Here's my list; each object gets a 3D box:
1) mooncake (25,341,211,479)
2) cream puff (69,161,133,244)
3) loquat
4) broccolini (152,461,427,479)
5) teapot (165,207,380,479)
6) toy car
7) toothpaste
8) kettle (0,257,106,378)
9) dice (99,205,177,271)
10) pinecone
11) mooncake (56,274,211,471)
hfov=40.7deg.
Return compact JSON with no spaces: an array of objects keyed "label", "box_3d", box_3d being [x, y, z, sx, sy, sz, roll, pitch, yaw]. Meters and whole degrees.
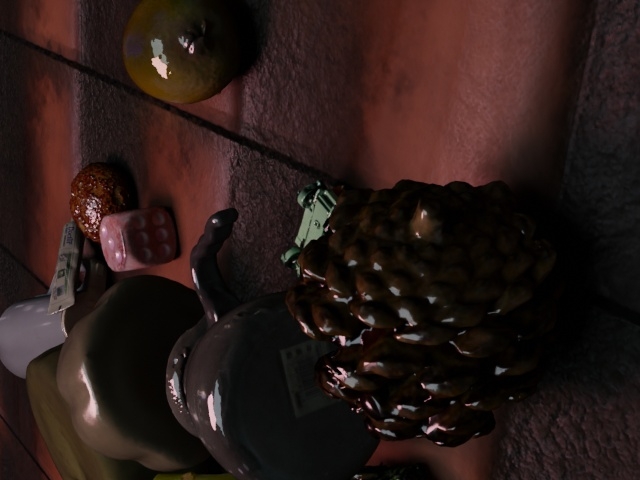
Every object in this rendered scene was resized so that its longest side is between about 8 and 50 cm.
[{"label":"mooncake","box_3d":[-0.326,0.299,1.391,0.351,0.187,0.351,38,141,39]},{"label":"cream puff","box_3d":[-0.377,-0.060,1.457,0.149,0.084,0.149,15,109,50]},{"label":"loquat","box_3d":[-0.185,-0.253,1.121,0.195,0.152,0.152,13,109,58]},{"label":"broccolini","box_3d":[-0.046,0.314,1.056,0.392,0.079,0.073,-12,81,34]},{"label":"teapot","box_3d":[-0.098,0.144,1.023,0.305,0.223,0.285,48,157,-15]},{"label":"toy car","box_3d":[0.000,0.000,1.022,0.073,0.054,0.143,50,142,33]},{"label":"toothpaste","box_3d":[-0.451,0.039,1.548,0.064,0.041,0.218,-22,47,19]},{"label":"kettle","box_3d":[-0.475,0.142,1.611,0.243,0.160,0.210,-19,57,44]},{"label":"dice","box_3d":[-0.286,-0.003,1.348,0.091,0.094,0.093,-5,96,51]},{"label":"pinecone","box_3d":[0.090,0.071,0.776,0.243,0.244,0.257,32,118,43]},{"label":"mooncake","box_3d":[-0.231,0.186,1.199,0.135,0.275,0.274,-35,72,47]}]
